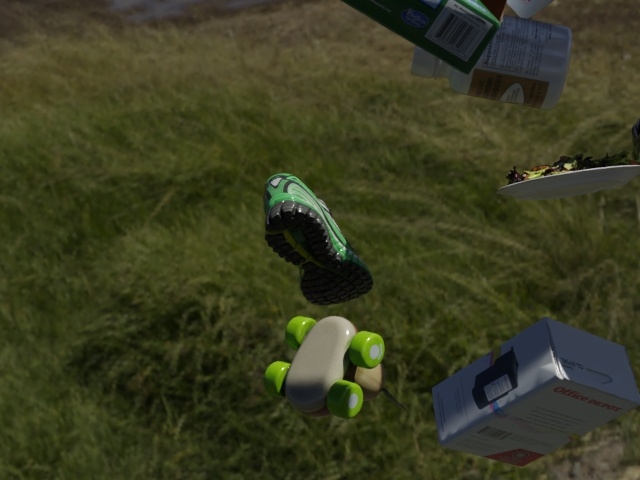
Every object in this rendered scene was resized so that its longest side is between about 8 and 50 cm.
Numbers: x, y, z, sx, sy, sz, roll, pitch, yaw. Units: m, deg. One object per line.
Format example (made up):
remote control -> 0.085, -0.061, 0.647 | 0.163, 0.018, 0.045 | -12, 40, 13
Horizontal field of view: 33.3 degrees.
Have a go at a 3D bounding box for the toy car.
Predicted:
toy car -> 0.041, 0.211, 1.577 | 0.155, 0.188, 0.149 | 10, 68, 42

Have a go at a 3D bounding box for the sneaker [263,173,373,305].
sneaker -> 0.000, 0.000, 1.989 | 0.134, 0.344, 0.146 | -19, 48, 12

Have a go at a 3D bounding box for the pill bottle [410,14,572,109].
pill bottle -> 0.259, -0.283, 1.644 | 0.229, 0.131, 0.131 | 11, 28, 3

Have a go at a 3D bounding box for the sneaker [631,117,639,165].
sneaker -> 0.599, -0.178, 1.913 | 0.084, 0.097, 0.234 | -11, 5, 12

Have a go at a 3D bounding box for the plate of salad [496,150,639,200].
plate of salad -> 0.332, -0.088, 1.419 | 0.199, 0.048, 0.200 | -7, -4, 0

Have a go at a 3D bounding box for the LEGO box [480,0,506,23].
LEGO box -> -0.074, -0.401, 1.024 | 0.499, 0.193, 0.372 | 11, 25, -15

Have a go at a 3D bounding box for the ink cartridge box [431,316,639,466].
ink cartridge box -> 0.223, 0.162, 1.118 | 0.175, 0.127, 0.072 | -40, 42, 39

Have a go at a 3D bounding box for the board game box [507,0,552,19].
board game box -> 0.413, -0.557, 1.725 | 0.318, 0.066, 0.318 | -33, 42, 28

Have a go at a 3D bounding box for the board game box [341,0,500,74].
board game box -> -0.034, -0.245, 0.760 | 0.046, 0.317, 0.213 | -55, 23, 21
